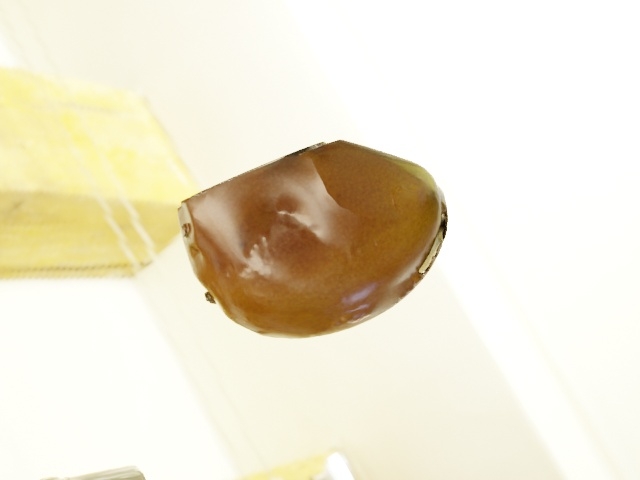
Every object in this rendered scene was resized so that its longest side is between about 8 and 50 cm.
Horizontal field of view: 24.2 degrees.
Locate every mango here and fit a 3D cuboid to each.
[{"bbox_3d":[0.000,0.000,1.347,0.136,0.236,0.166,-41,-71,-79],"label":"mango"}]

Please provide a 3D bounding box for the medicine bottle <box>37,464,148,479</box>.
[{"bbox_3d":[-0.235,0.248,1.019,0.152,0.254,0.152,170,90,-72],"label":"medicine bottle"}]
